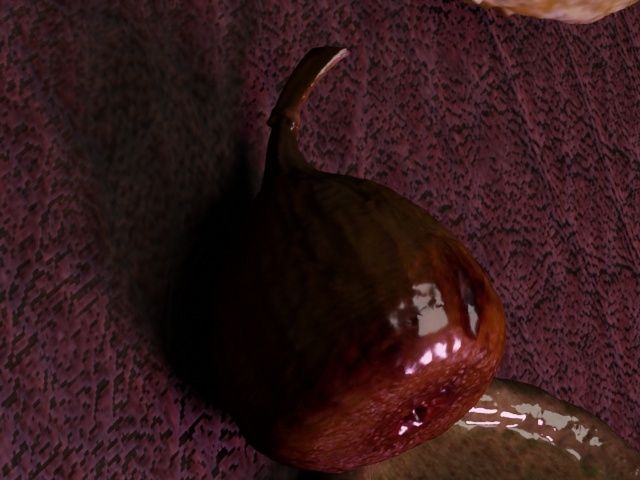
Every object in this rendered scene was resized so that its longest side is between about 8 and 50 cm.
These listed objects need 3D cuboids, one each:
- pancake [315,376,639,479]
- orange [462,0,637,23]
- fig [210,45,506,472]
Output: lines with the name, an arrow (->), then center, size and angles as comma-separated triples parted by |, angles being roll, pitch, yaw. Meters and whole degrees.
pancake -> 0.113, 0.179, 0.970 | 0.288, 0.033, 0.286 | 7, 45, -39
orange -> 0.174, -0.318, 1.118 | 0.271, 0.210, 0.369 | 11, 69, -49
fig -> 0.000, 0.000, 0.888 | 0.146, 0.133, 0.201 | 79, -10, -74
